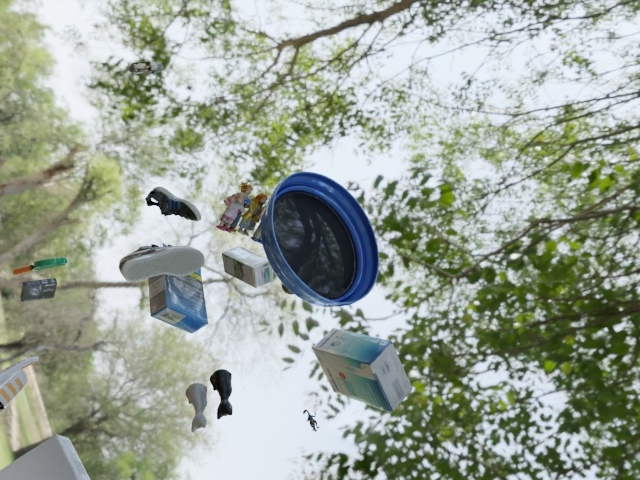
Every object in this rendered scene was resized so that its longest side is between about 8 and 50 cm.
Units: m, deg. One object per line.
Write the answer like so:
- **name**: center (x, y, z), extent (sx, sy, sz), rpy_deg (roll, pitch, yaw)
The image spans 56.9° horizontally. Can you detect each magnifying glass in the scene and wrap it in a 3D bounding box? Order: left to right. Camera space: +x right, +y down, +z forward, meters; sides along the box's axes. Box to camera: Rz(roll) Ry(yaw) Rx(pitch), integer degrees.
- **magnifying glass**: center (-0.875, 0.081, 1.833), extent (0.231, 0.092, 0.026), rpy_deg (-10, -93, 31)

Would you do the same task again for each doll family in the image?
- **doll family**: center (-0.250, -0.103, 1.949), extent (0.118, 0.263, 0.163), rpy_deg (33, -83, 36)

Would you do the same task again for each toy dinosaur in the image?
- **toy dinosaur**: center (-0.041, 0.685, 2.251), extent (0.082, 0.047, 0.090), rpy_deg (54, -31, 27)

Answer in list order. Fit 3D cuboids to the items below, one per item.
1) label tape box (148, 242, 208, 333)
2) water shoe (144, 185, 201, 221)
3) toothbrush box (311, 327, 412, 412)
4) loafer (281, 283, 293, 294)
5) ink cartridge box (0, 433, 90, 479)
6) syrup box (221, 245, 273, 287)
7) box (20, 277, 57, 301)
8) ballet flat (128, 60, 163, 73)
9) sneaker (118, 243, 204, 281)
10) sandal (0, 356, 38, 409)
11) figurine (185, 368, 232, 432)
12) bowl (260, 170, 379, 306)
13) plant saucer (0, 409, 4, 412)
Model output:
- **label tape box**: center (-0.619, 0.209, 2.554), extent (0.106, 0.241, 0.333), rpy_deg (-33, -131, 19)
- **water shoe**: center (-0.480, -0.101, 1.924), extent (0.203, 0.080, 0.073), rpy_deg (28, -32, 19)
- **toothbrush box**: center (0.140, 0.440, 2.039), extent (0.295, 0.126, 0.216), rpy_deg (6, -53, 50)
- **loafer**: center (-0.057, 0.127, 1.855), extent (0.056, 0.148, 0.050), rpy_deg (55, -43, 20)
- **ink cartridge box**: center (-0.502, 0.540, 1.024), extent (0.296, 0.261, 0.066), rpy_deg (52, -15, 20)
- **syrup box**: center (-0.301, 0.107, 2.438), extent (0.237, 0.096, 0.093), rpy_deg (19, -58, 44)
- **box**: center (-0.753, 0.132, 1.579), extent (0.018, 0.083, 0.067), rpy_deg (57, -46, 29)
- **ballet flat**: center (-0.561, -0.560, 1.908), extent (0.041, 0.114, 0.041), rpy_deg (32, -51, 49)
- **sneaker**: center (-0.617, 0.074, 2.282), extent (0.127, 0.321, 0.126), rpy_deg (30, -59, 52)
- **sandal**: center (-0.746, 0.356, 1.320), extent (0.102, 0.265, 0.076), rpy_deg (-24, -80, 45)
- **figurine**: center (-0.457, 0.671, 2.448), extent (0.092, 0.215, 0.209), rpy_deg (48, 18, -42)
- **bowl**: center (0.000, 0.000, 1.627), extent (0.077, 0.391, 0.391), rpy_deg (-30, -103, 41)
- **plant saucer**: center (-1.218, 0.616, 2.083), extent (0.188, 0.188, 0.045), rpy_deg (-44, 121, -81)
